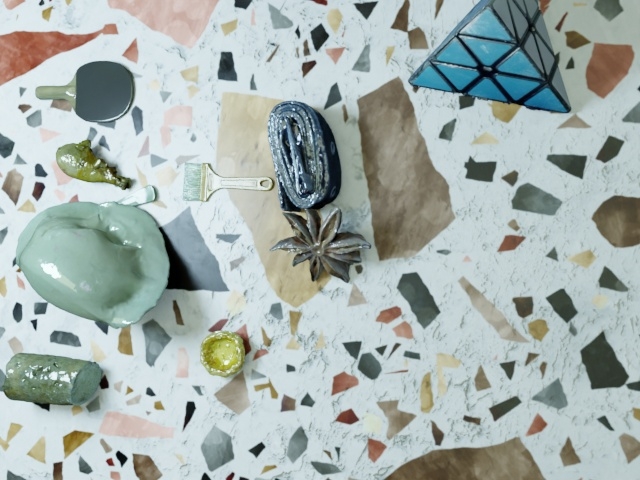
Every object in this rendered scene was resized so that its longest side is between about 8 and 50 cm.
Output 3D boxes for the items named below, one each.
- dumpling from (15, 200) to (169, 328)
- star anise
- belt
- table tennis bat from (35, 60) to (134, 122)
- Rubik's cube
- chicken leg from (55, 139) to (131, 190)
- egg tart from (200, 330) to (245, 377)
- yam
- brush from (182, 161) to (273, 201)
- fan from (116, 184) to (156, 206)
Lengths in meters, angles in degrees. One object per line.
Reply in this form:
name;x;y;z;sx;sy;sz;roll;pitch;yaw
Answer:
dumpling;-0.489;0.055;1.553;0.320;0.270;0.212;36;126;-9
star anise;0.000;0.000;1.432;0.182;0.065;0.195;26;133;-6
belt;-0.035;-0.167;1.443;0.122;0.128;0.218;-13;86;16
table tennis bat;-0.531;-0.333;1.660;0.246;0.022;0.138;1;89;16
Rubik's cube;0.317;-0.358;1.337;0.228;0.229;0.233;-126;29;-48
chicken leg;-0.495;-0.164;1.624;0.178;0.070;0.093;26;90;9
egg tart;-0.199;0.233;1.528;0.105;0.039;0.105;0;88;17
yam;-0.584;0.305;1.613;0.194;0.107;0.107;2;89;16
brush;-0.195;-0.122;1.554;0.205;0.011;0.083;2;88;16
fan;-0.446;-0.077;1.628;0.193;0.016;0.038;-18;83;15
